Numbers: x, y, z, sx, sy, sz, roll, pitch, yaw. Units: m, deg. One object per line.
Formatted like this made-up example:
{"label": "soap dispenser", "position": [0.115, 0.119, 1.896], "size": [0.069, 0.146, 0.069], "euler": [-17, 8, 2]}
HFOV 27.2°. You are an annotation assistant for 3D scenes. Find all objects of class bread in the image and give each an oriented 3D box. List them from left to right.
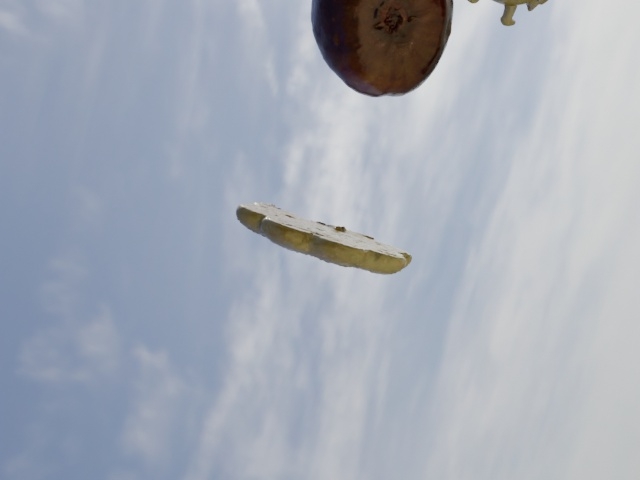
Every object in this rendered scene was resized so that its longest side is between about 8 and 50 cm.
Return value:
{"label": "bread", "position": [0.000, 0.000, 1.844], "size": [0.182, 0.251, 0.039], "euler": [-31, -41, -77]}

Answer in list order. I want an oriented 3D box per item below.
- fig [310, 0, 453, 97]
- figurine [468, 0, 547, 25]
{"label": "fig", "position": [0.065, -0.261, 1.537], "size": [0.207, 0.175, 0.175], "euler": [-110, 30, -72]}
{"label": "figurine", "position": [0.275, -0.452, 1.615], "size": [0.274, 0.227, 0.394], "euler": [-26, -35, -57]}
